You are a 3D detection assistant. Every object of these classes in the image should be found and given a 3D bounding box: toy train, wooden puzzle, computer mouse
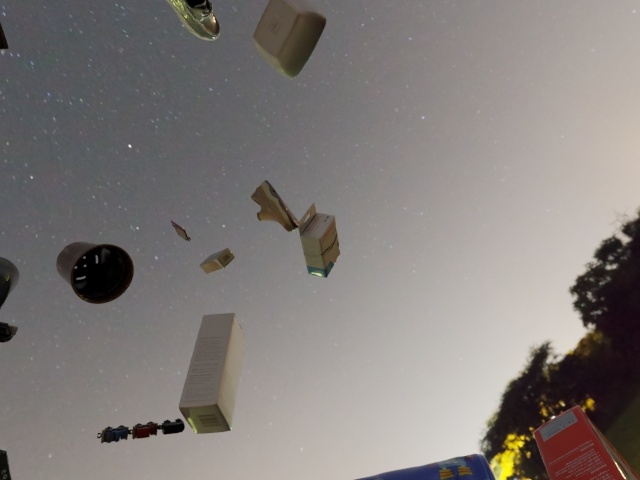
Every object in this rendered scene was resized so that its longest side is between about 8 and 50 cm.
[{"bbox_3d":[-0.341,0.368,0.824,0.158,0.036,0.027,6,-94,-31],"label":"toy train"},{"bbox_3d":[-0.399,-0.024,1.223,0.006,0.083,0.049,-43,-32,-29],"label":"wooden puzzle"},{"bbox_3d":[-0.854,0.126,1.094,0.189,0.272,0.072,21,-60,-31],"label":"computer mouse"}]

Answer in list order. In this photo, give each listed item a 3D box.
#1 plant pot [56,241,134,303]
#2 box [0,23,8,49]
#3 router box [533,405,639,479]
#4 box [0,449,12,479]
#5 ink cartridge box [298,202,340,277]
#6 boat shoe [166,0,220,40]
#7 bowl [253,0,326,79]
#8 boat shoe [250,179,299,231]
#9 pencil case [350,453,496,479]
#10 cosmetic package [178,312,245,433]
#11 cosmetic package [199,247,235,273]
[{"bbox_3d":[-0.645,0.076,1.206,0.167,0.165,0.166,-17,-67,-47],"label":"plant pot"},{"bbox_3d":[-0.478,-0.340,0.550,0.021,0.201,0.164,-35,-46,-40],"label":"box"},{"bbox_3d":[0.415,0.410,0.484,0.082,0.335,0.301,-41,-4,17],"label":"router box"},{"bbox_3d":[-0.635,0.416,0.697,0.158,0.156,0.093,-36,-53,-69],"label":"box"},{"bbox_3d":[0.000,0.000,1.154,0.104,0.060,0.180,-57,-32,-40],"label":"ink cartridge box"},{"bbox_3d":[-0.253,-0.477,0.861,0.066,0.063,0.184,-66,-30,-15],"label":"boat shoe"},{"bbox_3d":[-0.071,-0.402,0.823,0.053,0.142,0.142,-1,-46,-49],"label":"bowl"},{"bbox_3d":[-0.111,-0.066,0.983,0.072,0.190,0.068,-37,-50,-1],"label":"boat shoe"},{"bbox_3d":[0.081,0.365,0.537,0.306,0.133,0.119,-15,-51,3],"label":"pencil case"},{"bbox_3d":[-0.230,0.286,0.944,0.086,0.231,0.117,-5,-50,3],"label":"cosmetic package"},{"bbox_3d":[-0.334,0.067,1.383,0.041,0.115,0.060,54,-132,-16],"label":"cosmetic package"}]
